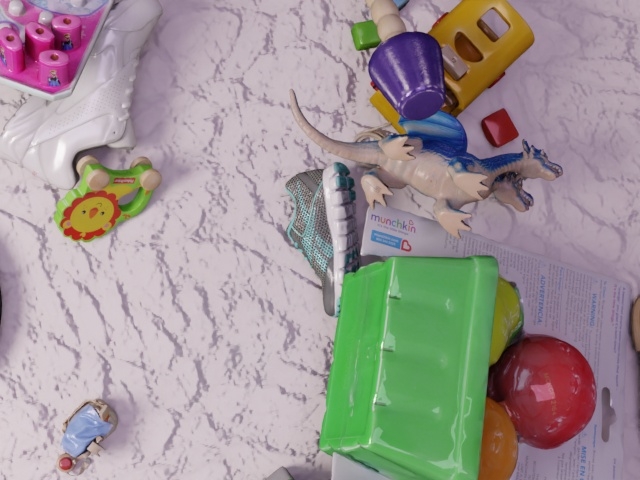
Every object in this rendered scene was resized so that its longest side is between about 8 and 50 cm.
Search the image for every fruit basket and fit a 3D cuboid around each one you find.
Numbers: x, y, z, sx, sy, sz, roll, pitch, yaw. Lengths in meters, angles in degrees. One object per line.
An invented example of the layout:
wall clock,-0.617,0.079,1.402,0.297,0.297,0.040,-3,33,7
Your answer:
fruit basket,0.175,0.158,1.065,0.353,0.165,0.327,18,70,-30

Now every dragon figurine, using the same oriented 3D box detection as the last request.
dragon figurine,0.104,-0.085,1.058,0.289,0.144,0.085,19,116,3

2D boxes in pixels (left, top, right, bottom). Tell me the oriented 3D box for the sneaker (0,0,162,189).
sneaker,-0.227,-0.151,1.074,0.115,0.090,0.232,38,89,-10

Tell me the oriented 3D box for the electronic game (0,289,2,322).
electronic game,-0.438,0.068,1.028,0.229,0.048,0.229,1,84,-8

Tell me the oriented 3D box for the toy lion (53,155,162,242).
toy lion,-0.224,-0.040,1.063,0.100,0.096,0.034,-4,40,-41

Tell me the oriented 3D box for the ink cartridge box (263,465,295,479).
ink cartridge box,0.013,0.377,0.979,0.121,0.211,0.289,-37,90,-9

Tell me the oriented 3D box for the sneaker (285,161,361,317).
sneaker,0.000,0.000,1.104,0.076,0.065,0.166,-2,95,22

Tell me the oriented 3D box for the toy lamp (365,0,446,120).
toy lamp,0.067,-0.241,1.068,0.080,0.080,0.275,-9,58,-10

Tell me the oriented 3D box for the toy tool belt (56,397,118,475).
toy tool belt,-0.241,0.201,1.041,0.052,0.051,0.083,36,80,-3

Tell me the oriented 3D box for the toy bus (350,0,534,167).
toy bus,0.135,-0.184,1.115,0.191,0.104,0.202,1,83,-8

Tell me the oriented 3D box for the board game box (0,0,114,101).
board game box,-0.370,-0.362,1.018,0.390,0.050,0.390,19,61,-7

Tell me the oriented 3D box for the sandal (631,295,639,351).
sandal,0.405,0.171,1.124,0.088,0.079,0.240,-11,87,-17
